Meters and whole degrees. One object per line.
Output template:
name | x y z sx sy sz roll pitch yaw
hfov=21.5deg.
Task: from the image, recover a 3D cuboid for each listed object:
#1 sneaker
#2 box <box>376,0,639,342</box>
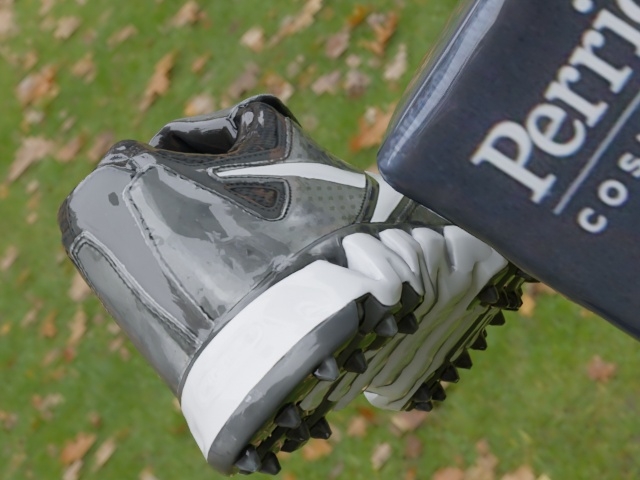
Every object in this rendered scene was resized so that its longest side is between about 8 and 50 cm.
sneaker | 0.000 0.000 0.506 0.078 0.106 0.234 -51 -15 17
box | 0.266 -0.060 0.383 0.293 0.395 0.212 -58 0 30
